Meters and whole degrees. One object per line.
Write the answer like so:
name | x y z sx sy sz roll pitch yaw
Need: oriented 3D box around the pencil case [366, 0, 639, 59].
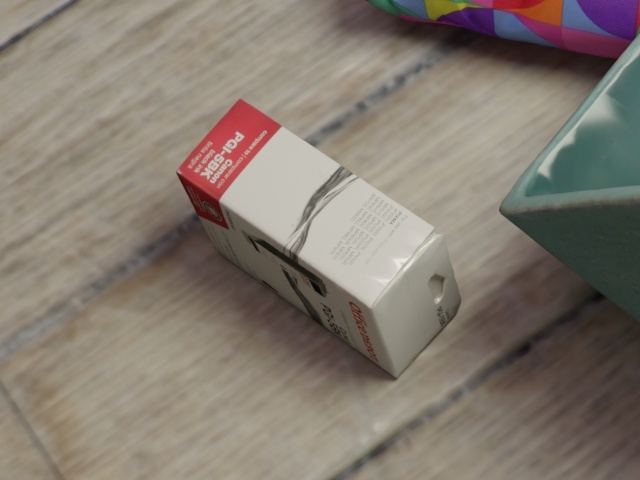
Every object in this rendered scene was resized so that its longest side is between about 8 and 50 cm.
pencil case | 0.139 -0.145 1.088 0.236 0.104 0.104 17 69 19

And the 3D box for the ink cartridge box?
ink cartridge box | 0.000 0.000 1.042 0.135 0.099 0.056 34 75 24

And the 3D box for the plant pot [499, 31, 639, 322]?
plant pot | 0.286 -0.022 0.903 0.252 0.248 0.247 44 76 -13
